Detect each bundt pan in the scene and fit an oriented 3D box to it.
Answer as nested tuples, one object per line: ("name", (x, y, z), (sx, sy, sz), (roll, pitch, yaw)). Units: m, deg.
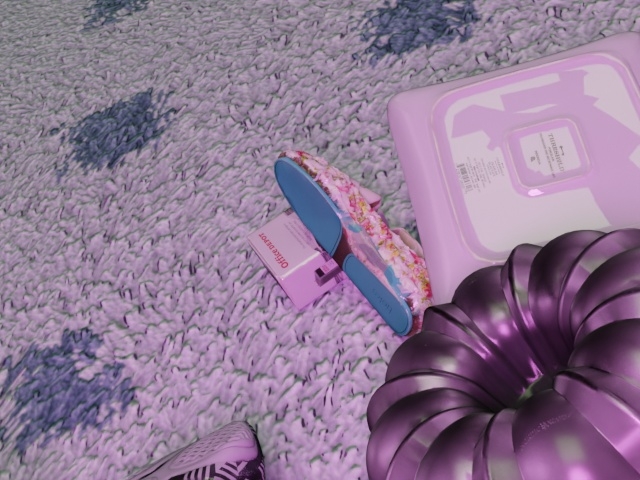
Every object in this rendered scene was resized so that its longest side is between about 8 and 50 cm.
("bundt pan", (0.165, 0.115, 0.706), (0.331, 0.124, 0.331), (-34, 23, 17))

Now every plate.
("plate", (0.219, -0.074, 0.921), (0.278, 0.045, 0.277), (-15, 62, 6))

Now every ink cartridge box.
("ink cartridge box", (0.000, 0.000, 1.062), (0.135, 0.056, 0.099), (-34, 40, -7))

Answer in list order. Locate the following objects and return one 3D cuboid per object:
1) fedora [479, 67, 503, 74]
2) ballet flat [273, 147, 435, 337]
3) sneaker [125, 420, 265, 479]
("fedora", (0.204, -0.103, 1.031), (0.194, 0.079, 0.194), (-13, 48, 14))
("ballet flat", (0.046, -0.004, 0.973), (0.077, 0.091, 0.241), (-28, 72, -30))
("sneaker", (-0.073, 0.282, 0.746), (0.137, 0.210, 0.366), (-27, 5, 0))
